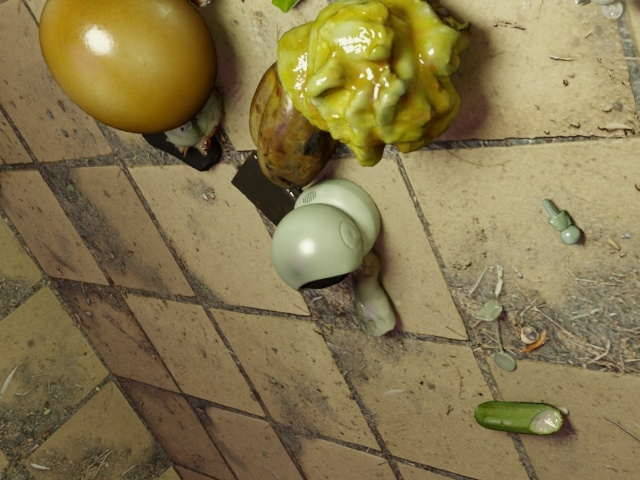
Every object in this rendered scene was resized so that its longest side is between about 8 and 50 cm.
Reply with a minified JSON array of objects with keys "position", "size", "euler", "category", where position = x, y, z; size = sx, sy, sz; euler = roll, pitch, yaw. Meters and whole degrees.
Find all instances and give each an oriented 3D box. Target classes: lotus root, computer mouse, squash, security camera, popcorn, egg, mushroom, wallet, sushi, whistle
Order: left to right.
[{"position":[-0.349,-0.347,1.560],"size":[0.283,0.282,0.351],"euler":[8,164,43],"category":"egg"},{"position":[-0.304,-0.338,1.814],"size":[0.124,0.130,0.332],"euler":[11,132,41],"category":"sushi"},{"position":[-0.328,-0.248,1.989],"size":[0.217,0.073,0.122],"euler":[29,144,11],"category":"computer mouse"},{"position":[-0.069,-0.066,1.925],"size":[0.309,0.042,0.165],"euler":[45,147,0],"category":"wallet"},{"position":[-0.054,-0.225,1.621],"size":[0.193,0.193,0.291],"euler":[35,146,16],"category":"lotus root"},{"position":[0.000,0.000,1.716],"size":[0.195,0.236,0.194],"euler":[12,123,20],"category":"security camera"},{"position":[0.069,-0.267,1.355],"size":[0.326,0.290,0.321],"euler":[15,137,11],"category":"popcorn"},{"position":[0.109,0.112,1.888],"size":[0.092,0.081,0.223],"euler":[-120,14,-58],"category":"mushroom"},{"position":[0.428,0.385,1.836],"size":[0.239,0.069,0.069],"euler":[-11,117,53],"category":"squash"},{"position":[0.412,-0.030,1.445],"size":[0.100,0.035,0.035],"euler":[52,146,-6],"category":"whistle"}]

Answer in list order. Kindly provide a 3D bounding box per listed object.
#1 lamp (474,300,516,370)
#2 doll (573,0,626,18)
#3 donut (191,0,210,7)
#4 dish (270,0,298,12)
[{"position":[0.362,0.210,1.743],"size":[0.050,0.056,0.198],"euler":[11,137,37],"category":"lamp"},{"position":[0.334,-0.457,1.034],"size":[0.188,0.099,0.384],"euler":[10,126,43],"category":"doll"},{"position":[-0.249,-0.545,1.540],"size":[0.126,0.144,0.186],"euler":[39,178,42],"category":"donut"},{"position":[-0.049,-0.466,1.485],"size":[0.091,0.039,0.137],"euler":[57,145,-7],"category":"dish"}]
